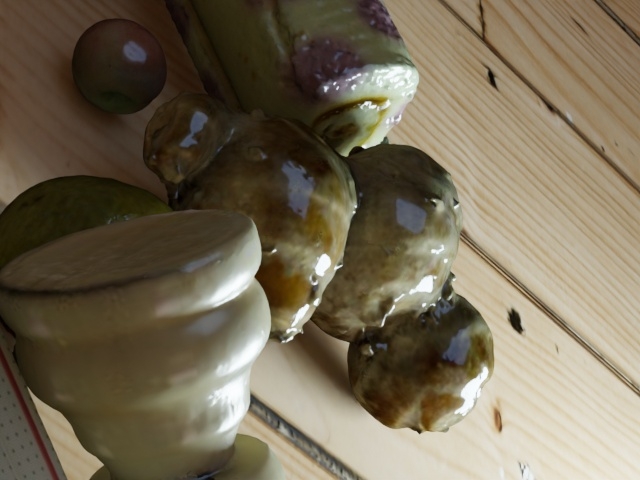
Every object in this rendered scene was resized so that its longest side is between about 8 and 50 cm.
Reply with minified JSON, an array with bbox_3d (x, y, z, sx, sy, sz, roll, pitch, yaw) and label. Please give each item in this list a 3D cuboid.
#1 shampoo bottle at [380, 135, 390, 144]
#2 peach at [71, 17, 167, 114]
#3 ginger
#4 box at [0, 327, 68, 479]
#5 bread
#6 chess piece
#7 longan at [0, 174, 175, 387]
[{"bbox_3d":[0.021,-0.097,1.825,0.152,0.045,0.077,20,41,-50],"label":"shampoo bottle"},{"bbox_3d":[-0.168,-0.148,1.537,0.083,0.083,0.083,39,29,-27],"label":"peach"},{"bbox_3d":[0.000,0.000,1.535,0.375,0.176,0.256,30,50,-38],"label":"ginger"},{"bbox_3d":[-0.285,0.113,0.976,0.330,0.095,0.210,-19,84,-62],"label":"box"},{"bbox_3d":[-0.044,-0.230,1.707,0.155,0.187,0.338,-13,64,-29],"label":"bread"},{"bbox_3d":[-0.088,0.141,1.155,0.167,0.167,0.299,-48,128,-64],"label":"chess piece"},{"bbox_3d":[-0.164,0.038,1.263,0.155,0.145,0.176,37,64,18],"label":"longan"}]
